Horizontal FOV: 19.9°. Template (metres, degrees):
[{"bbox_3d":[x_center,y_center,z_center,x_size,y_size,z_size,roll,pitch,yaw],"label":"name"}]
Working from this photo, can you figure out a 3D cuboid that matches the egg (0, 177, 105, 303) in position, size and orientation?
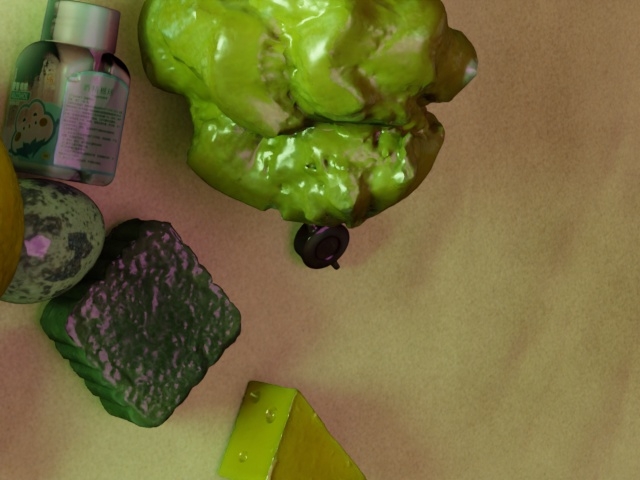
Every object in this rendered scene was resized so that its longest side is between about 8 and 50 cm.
[{"bbox_3d":[-0.302,-0.002,1.932,0.172,0.132,0.132,-21,110,-47],"label":"egg"}]

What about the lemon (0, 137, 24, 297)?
[{"bbox_3d":[-0.416,-0.027,1.741,0.293,0.293,0.293,-6,100,-39],"label":"lemon"}]

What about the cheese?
[{"bbox_3d":[-0.020,0.261,2.225,0.171,0.093,0.126,29,75,-39],"label":"cheese"}]

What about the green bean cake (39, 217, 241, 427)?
[{"bbox_3d":[-0.204,0.089,2.049,0.183,0.094,0.185,-49,123,-23],"label":"green bean cake"}]

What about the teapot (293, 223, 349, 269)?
[{"bbox_3d":[0.000,0.000,2.237,0.068,0.045,0.100,-34,138,-5],"label":"teapot"}]

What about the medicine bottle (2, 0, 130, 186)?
[{"bbox_3d":[-0.267,-0.158,1.945,0.094,0.119,0.188,10,90,-40],"label":"medicine bottle"}]

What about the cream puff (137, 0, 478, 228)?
[{"bbox_3d":[-0.008,-0.158,2.008,0.378,0.378,0.275,17,64,-40],"label":"cream puff"}]
